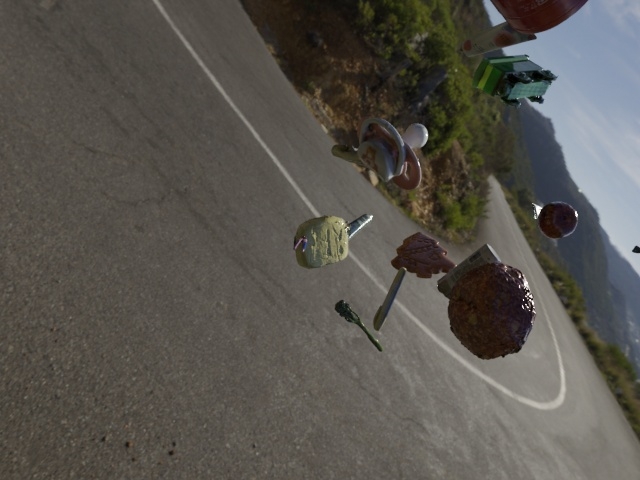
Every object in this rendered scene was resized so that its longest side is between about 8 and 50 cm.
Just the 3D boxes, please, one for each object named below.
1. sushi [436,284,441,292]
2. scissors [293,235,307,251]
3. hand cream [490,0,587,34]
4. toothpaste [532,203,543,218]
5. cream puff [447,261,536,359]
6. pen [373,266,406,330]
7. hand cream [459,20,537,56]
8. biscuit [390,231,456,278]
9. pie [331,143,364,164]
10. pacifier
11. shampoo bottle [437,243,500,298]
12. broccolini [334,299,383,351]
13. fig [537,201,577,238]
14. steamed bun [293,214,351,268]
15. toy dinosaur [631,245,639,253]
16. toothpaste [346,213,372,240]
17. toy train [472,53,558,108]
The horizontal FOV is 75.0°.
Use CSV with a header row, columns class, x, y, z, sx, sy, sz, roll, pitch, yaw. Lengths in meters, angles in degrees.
class,x,y,z,sx,sy,sz,roll,pitch,yaw
sushi,0.557,0.211,1.787,0.055,0.120,0.052,-2,94,-47
scissors,-0.063,0.009,1.406,0.039,0.012,0.113,12,26,6
hand cream,0.493,-0.604,0.934,0.149,0.230,0.230,21,41,-38
toothpaste,0.818,-0.101,1.537,0.205,0.036,0.056,2,79,-47
cream puff,0.403,0.171,1.017,0.163,0.240,0.240,-2,48,-11
pen,0.225,0.193,1.381,0.040,0.234,0.032,21,9,-1
hand cream,0.691,-0.807,1.680,0.124,0.078,0.340,31,-4,-27
biscuit,0.461,0.055,1.905,0.306,0.283,0.043,-82,170,-51
pie,0.199,-0.361,1.844,0.337,0.075,0.337,14,7,-2
pacifier,0.262,-0.328,1.521,0.273,0.220,0.332,-11,49,-45
shampoo bottle,0.524,0.112,1.483,0.055,0.227,0.086,29,29,-33
broccolini,0.203,0.464,2.231,0.392,0.078,0.074,52,-8,-22
fig,0.805,-0.078,1.429,0.128,0.128,0.150,44,30,-18
steamed bun,0.000,0.000,1.924,0.272,0.166,0.232,-16,105,-28
toy dinosaur,1.289,0.008,1.500,0.075,0.188,0.248,39,8,-19
toothpaste,0.181,-0.071,2.261,0.098,0.061,0.392,33,38,20
toy train,0.721,-0.591,1.542,0.300,0.120,0.202,-19,54,-31
